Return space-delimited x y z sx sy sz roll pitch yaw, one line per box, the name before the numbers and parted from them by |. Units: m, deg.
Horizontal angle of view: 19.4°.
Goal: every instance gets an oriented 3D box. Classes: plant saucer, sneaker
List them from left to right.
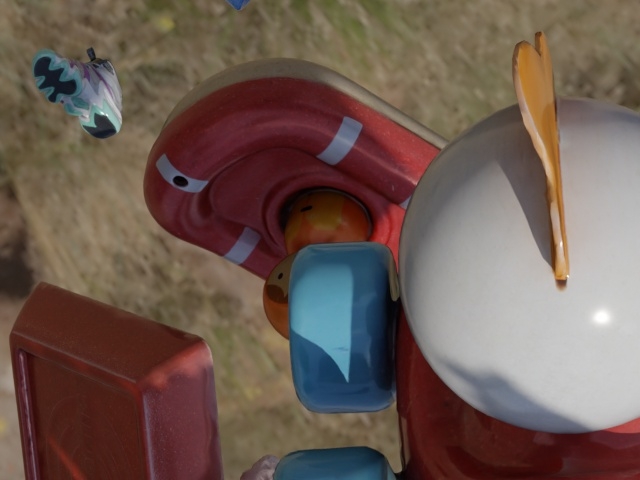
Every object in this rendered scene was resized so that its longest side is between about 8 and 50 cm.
sneaker | -0.191 -0.134 1.492 0.038 0.069 0.098 -17 135 25
plant saucer | -0.156 0.178 1.386 0.048 0.259 0.258 -13 106 -33

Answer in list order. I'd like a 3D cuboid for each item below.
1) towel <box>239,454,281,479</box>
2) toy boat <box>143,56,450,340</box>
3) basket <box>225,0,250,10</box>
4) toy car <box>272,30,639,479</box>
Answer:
towel | 0.088 0.334 1.357 0.053 0.332 0.317 -41 142 -21
toy boat | 0.000 0.000 1.136 0.231 0.151 0.151 29 131 -16
basket | 0.043 -0.249 0.915 0.255 0.201 0.289 -54 -175 -16
toy car | 0.087 0.012 0.666 0.219 0.210 0.238 -3 135 7
